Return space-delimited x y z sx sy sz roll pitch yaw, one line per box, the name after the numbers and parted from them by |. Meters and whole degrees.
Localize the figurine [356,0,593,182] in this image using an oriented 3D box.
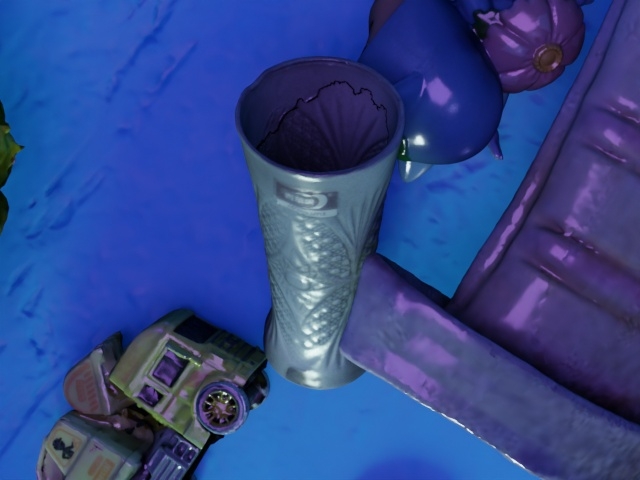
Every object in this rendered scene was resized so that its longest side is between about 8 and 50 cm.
0.088 -0.131 1.004 0.178 0.114 0.144 -32 73 -3 | figurine

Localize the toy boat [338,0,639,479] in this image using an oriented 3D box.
0.179 0.033 0.990 0.293 0.111 0.276 -43 117 -3 | toy boat

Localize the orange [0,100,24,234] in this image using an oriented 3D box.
-0.331 -0.033 0.981 0.300 0.223 0.301 -8 94 -13 | orange

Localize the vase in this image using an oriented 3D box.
0.000 0.000 0.979 0.096 0.096 0.219 4 139 4 | vase

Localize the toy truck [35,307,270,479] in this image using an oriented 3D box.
-0.124 0.131 1.068 0.116 0.085 0.191 34 103 3 | toy truck
